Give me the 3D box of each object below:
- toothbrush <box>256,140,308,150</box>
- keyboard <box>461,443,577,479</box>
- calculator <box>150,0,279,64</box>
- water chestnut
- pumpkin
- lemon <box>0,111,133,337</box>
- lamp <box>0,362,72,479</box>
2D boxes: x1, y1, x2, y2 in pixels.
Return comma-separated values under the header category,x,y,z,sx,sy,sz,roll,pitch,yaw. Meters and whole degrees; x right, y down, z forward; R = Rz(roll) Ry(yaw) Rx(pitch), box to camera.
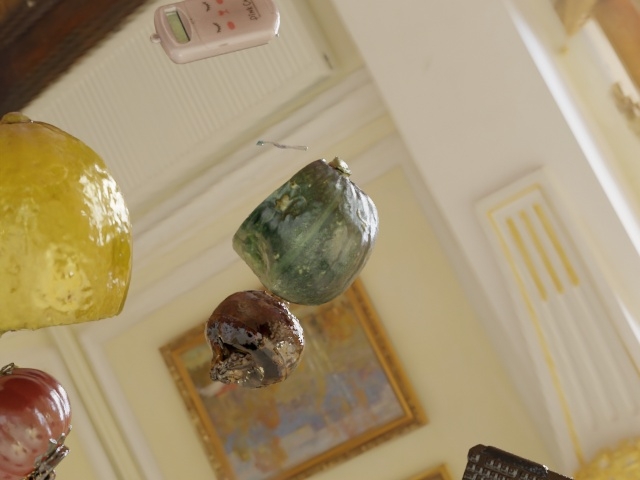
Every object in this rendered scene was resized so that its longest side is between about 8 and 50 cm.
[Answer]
category,x,y,z,sx,sy,sz,roll,pitch,yaw
toothbrush,-0.080,-0.198,2.218,0.131,0.011,0.013,9,-127,33
keyboard,0.283,0.333,1.300,0.262,0.106,0.016,16,172,37
calculator,-0.140,-0.284,1.402,0.175,0.100,0.032,-16,146,-14
water chestnut,-0.145,0.227,2.290,0.223,0.224,0.238,-35,-169,51
pumpkin,0.000,0.000,1.948,0.263,0.197,0.293,-46,169,13
lemon,-0.460,-0.025,1.646,0.364,0.364,0.364,-26,173,-3
lamp,-0.507,0.316,1.740,0.227,0.227,0.227,-26,173,-3
